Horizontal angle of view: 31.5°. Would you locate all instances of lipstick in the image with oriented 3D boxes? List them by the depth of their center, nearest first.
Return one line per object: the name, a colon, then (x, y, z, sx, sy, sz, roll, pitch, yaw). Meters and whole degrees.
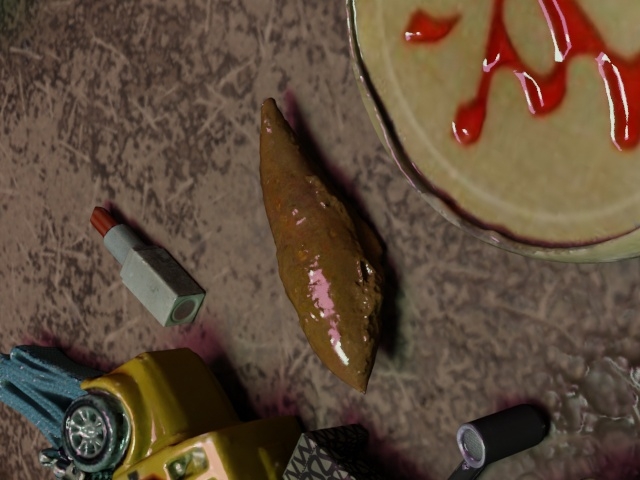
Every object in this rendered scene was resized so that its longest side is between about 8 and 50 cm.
lipstick: (-0.140, 0.013, 0.859, 0.129, 0.030, 0.030, 43, 120, 31)

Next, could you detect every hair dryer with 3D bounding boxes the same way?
hair dryer: (0.094, 0.128, 0.659, 0.026, 0.047, 0.083, 61, 147, 30)

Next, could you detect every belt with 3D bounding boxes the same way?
belt: (-0.203, 0.144, 0.911, 0.179, 0.065, 0.100, 20, 98, 41)

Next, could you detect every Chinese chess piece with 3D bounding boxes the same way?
Chinese chess piece: (0.125, -0.113, 0.549, 0.249, 0.103, 0.250, 17, 114, 42)

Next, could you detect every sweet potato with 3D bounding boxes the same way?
sweet potato: (0.000, 0.000, 0.720, 0.068, 0.060, 0.206, -24, 73, 2)

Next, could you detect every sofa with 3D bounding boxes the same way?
sofa: (0.038, 0.162, 0.694, 0.118, 0.060, 0.039, 37, 111, 34)

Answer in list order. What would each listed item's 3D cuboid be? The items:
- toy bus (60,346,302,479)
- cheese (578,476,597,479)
toy bus: (-0.044, 0.223, 0.736, 0.123, 0.121, 0.336, -33, 72, 29)
cheese: (0.180, 0.264, 0.541, 0.259, 0.128, 0.316, -45, 71, 27)
